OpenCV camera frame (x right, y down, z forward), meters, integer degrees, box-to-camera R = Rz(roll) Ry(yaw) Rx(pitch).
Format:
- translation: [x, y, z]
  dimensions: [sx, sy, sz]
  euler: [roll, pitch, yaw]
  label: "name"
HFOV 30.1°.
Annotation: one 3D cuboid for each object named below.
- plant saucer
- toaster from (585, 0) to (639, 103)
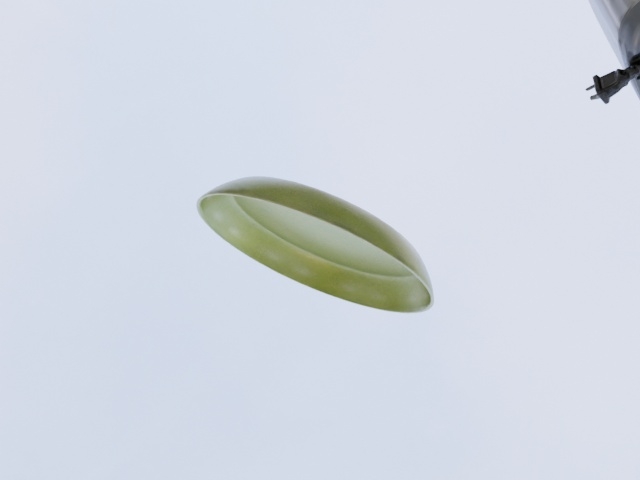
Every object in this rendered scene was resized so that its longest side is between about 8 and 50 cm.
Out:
- translation: [0.000, 0.000, 1.118]
  dimensions: [0.241, 0.241, 0.037]
  euler: [18, -107, 16]
  label: "plant saucer"
- translation: [0.274, -0.175, 0.815]
  dimensions: [0.227, 0.129, 0.146]
  euler: [-27, -143, 12]
  label: "toaster"
